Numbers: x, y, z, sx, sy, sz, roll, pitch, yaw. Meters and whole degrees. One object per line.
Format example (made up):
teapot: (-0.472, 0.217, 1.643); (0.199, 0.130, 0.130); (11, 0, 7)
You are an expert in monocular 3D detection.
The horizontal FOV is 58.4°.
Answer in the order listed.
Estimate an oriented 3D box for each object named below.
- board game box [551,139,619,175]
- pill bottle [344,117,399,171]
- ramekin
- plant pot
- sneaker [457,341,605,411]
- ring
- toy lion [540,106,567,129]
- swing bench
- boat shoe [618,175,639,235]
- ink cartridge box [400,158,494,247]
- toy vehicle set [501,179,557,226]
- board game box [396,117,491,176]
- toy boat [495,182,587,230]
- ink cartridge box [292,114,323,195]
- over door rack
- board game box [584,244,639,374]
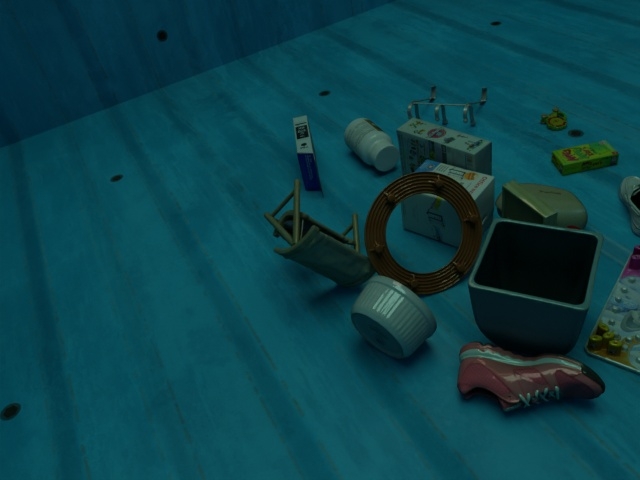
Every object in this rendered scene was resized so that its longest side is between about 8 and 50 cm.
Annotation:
board game box: (0.872, -0.274, 1.889); (0.181, 0.043, 0.092); (-12, 40, 2)
pill bottle: (0.191, -0.350, 2.101); (0.131, 0.131, 0.229); (-23, 40, -12)
ramekin: (0.171, 0.196, 1.410); (0.207, 0.207, 0.109); (25, 62, 37)
plant pot: (0.498, 0.134, 1.345); (0.247, 0.252, 0.248); (12, 45, 26)
sneaker: (0.453, 0.326, 1.266); (0.313, 0.116, 0.136); (4, 52, 30)
ring: (0.284, -0.018, 1.548); (0.336, 0.337, 0.032); (-19, 7, -8)
toy lion: (0.868, -0.442, 2.104); (0.100, 0.034, 0.096); (-30, 49, -20)
swing bench: (0.000, 0.000, 1.617); (0.165, 0.253, 0.255); (-46, 36, 21)
boat shoe: (0.934, -0.121, 1.658); (0.095, 0.084, 0.258); (-3, 41, 13)
ink cartridge box: (0.386, -0.112, 1.734); (0.232, 0.168, 0.171); (21, 50, 34)
toy vehicle set: (0.537, -0.007, 1.492); (0.035, 0.267, 0.166); (-23, 41, -11)
board game box: (0.399, -0.249, 1.851); (0.303, 0.224, 0.097); (27, 55, 38)
toy boat: (0.625, -0.039, 1.594); (0.267, 0.148, 0.318); (8, 34, -8)
ink cartridge box: (-0.048, -0.308, 2.092); (0.065, 0.165, 0.333); (-12, 38, 1)
over door rack: (0.506, -0.525, 2.258); (0.239, 0.108, 0.324); (10, 30, 25)
board game box: (0.881, 0.188, 1.335); (0.389, 0.050, 0.390); (20, 50, 34)
